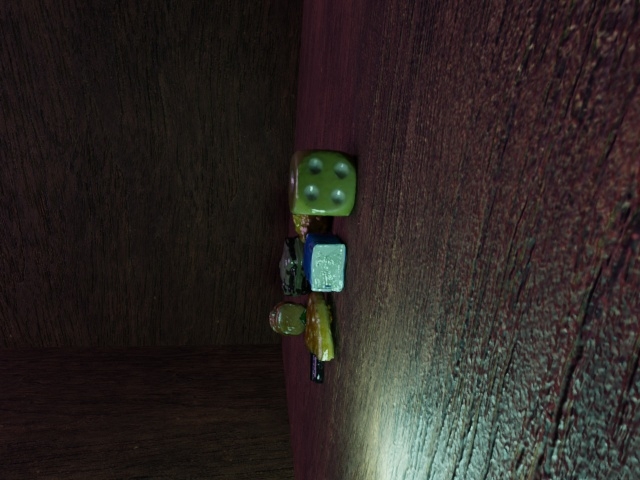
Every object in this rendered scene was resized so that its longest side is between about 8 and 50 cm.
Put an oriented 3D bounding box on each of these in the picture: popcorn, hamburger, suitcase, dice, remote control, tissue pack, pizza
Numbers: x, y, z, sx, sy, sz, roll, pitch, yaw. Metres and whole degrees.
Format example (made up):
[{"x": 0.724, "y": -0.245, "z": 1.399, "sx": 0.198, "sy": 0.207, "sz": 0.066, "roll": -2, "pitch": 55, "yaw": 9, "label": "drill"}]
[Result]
[{"x": -0.049, "y": -0.114, "z": 1.962, "sx": 0.191, "sy": 0.190, "sz": 0.253, "roll": -52, "pitch": 27, "yaw": 34, "label": "popcorn"}, {"x": -0.197, "y": 0.505, "z": 2.658, "sx": 0.245, "sy": 0.260, "sz": 0.211, "roll": 50, "pitch": 154, "yaw": -8, "label": "hamburger"}, {"x": -0.156, "y": 0.178, "z": 2.525, "sx": 0.339, "sy": 0.194, "sz": 0.351, "roll": -104, "pitch": 18, "yaw": -50, "label": "suitcase"}, {"x": 0.003, "y": -0.214, "z": 1.555, "sx": 0.227, "sy": 0.233, "sz": 0.238, "roll": -163, "pitch": 75, "yaw": -79, "label": "dice"}, {"x": -0.026, "y": 0.526, "z": 2.092, "sx": 0.144, "sy": 0.062, "sz": 0.399, "roll": 120, "pitch": 150, "yaw": -69, "label": "remote control"}, {"x": 0.011, "y": 0.083, "z": 1.709, "sx": 0.263, "sy": 0.146, "sz": 0.198, "roll": -130, "pitch": 42, "yaw": -75, "label": "tissue pack"}, {"x": -0.004, "y": 0.394, "z": 1.839, "sx": 0.409, "sy": 0.114, "sz": 0.278, "roll": -103, "pitch": 17, "yaw": -59, "label": "pizza"}]

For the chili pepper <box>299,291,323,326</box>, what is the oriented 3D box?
[{"x": -0.038, "y": 0.350, "z": 2.025, "sx": 0.108, "sy": 0.062, "sz": 0.216, "roll": 51, "pitch": -129, "yaw": -46, "label": "chili pepper"}]

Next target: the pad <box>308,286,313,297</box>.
[{"x": -0.036, "y": 0.315, "z": 2.313, "sx": 0.265, "sy": 0.009, "sz": 0.159, "roll": 102, "pitch": 159, "yaw": -50, "label": "pad"}]

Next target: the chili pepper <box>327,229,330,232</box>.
[{"x": 0.036, "y": -0.025, "z": 1.956, "sx": 0.083, "sy": 0.017, "sz": 0.030, "roll": 104, "pitch": 163, "yaw": -49, "label": "chili pepper"}]
